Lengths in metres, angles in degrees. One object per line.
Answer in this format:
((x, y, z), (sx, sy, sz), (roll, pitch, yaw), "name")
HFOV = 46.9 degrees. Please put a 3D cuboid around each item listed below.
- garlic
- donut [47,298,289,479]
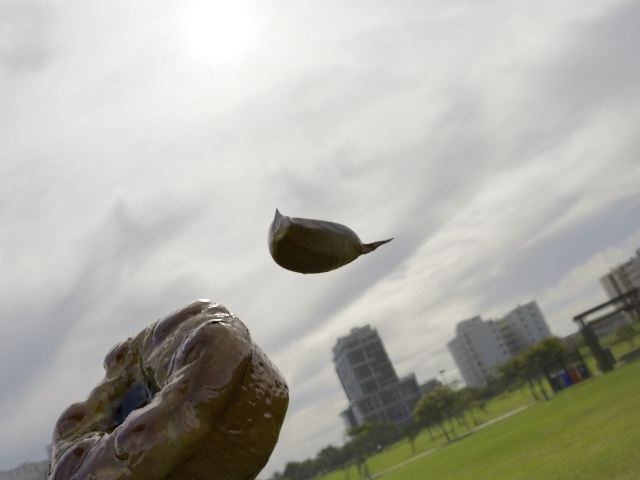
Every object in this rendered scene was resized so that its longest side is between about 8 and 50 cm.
((0.005, 0.005, 1.229), (0.198, 0.090, 0.128), (13, -25, -16), "garlic")
((-0.187, 0.215, 0.875), (0.299, 0.150, 0.317), (-48, 23, -14), "donut")
